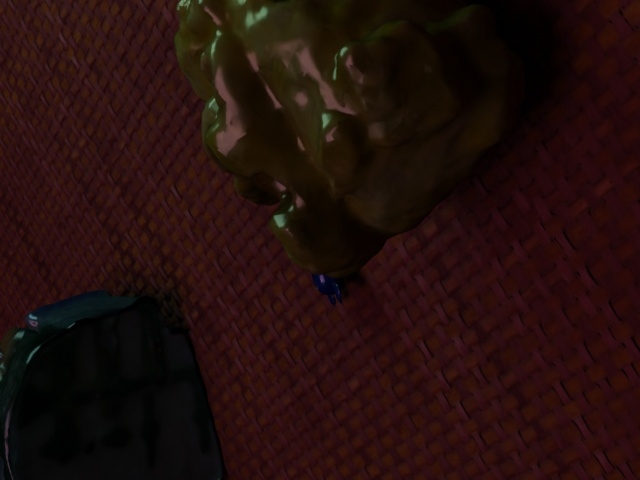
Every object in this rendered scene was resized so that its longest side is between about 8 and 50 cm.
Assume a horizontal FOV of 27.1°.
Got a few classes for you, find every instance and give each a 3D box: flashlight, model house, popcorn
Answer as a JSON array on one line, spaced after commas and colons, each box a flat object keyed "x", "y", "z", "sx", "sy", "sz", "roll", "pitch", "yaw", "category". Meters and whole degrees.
[{"x": 0.000, "y": 0.000, "z": 1.217, "sx": 0.057, "sy": 0.035, "sz": 0.121, "roll": 149, "pitch": 102, "yaw": -80, "category": "flashlight"}, {"x": -0.309, "y": 0.213, "z": 1.575, "sx": 0.329, "sy": 0.251, "sz": 0.295, "roll": 7, "pitch": 115, "yaw": 58, "category": "model house"}, {"x": 0.011, "y": -0.124, "z": 0.987, "sx": 0.241, "sy": 0.235, "sz": 0.250, "roll": -34, "pitch": 64, "yaw": 12, "category": "popcorn"}]
